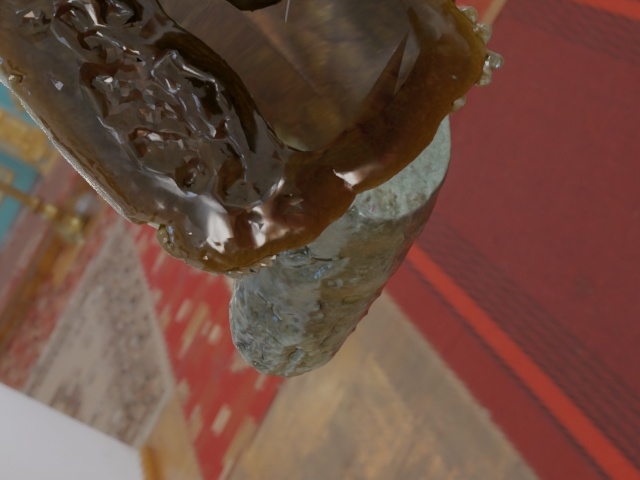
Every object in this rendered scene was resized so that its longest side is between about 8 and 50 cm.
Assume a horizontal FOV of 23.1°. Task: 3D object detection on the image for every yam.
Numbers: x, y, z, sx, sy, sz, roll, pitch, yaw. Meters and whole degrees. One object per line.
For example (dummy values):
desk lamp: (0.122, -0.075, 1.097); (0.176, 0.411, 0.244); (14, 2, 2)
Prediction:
yam: (0.000, 0.000, 1.191); (0.330, 0.133, 0.133); (115, 174, -52)

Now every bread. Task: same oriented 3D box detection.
bread: (-0.045, -0.099, 0.729); (0.192, 0.210, 0.110); (-40, 17, -1)
